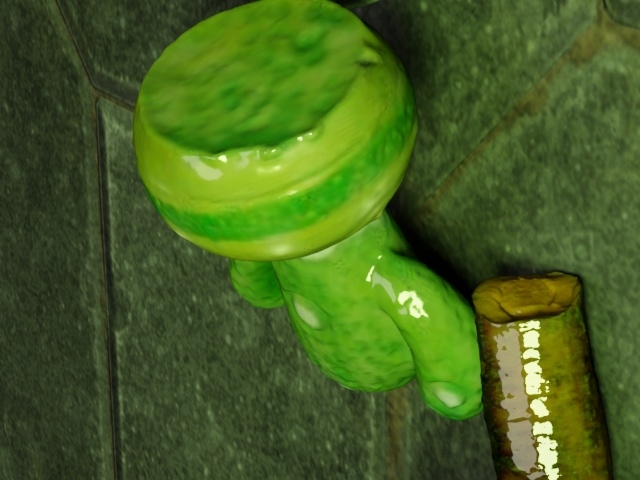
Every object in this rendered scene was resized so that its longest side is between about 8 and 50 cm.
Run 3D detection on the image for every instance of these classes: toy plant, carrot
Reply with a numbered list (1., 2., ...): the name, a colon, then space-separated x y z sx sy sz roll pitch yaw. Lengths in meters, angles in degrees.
1. toy plant: 0.000 0.000 1.195 0.224 0.184 0.315 17 145 39
2. carrot: 0.146 0.109 1.132 0.082 0.082 0.173 0 103 58

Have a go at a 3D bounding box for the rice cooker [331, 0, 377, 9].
1. rice cooker: -0.002 -0.259 1.167 0.127 0.145 0.206 -135 37 -58
